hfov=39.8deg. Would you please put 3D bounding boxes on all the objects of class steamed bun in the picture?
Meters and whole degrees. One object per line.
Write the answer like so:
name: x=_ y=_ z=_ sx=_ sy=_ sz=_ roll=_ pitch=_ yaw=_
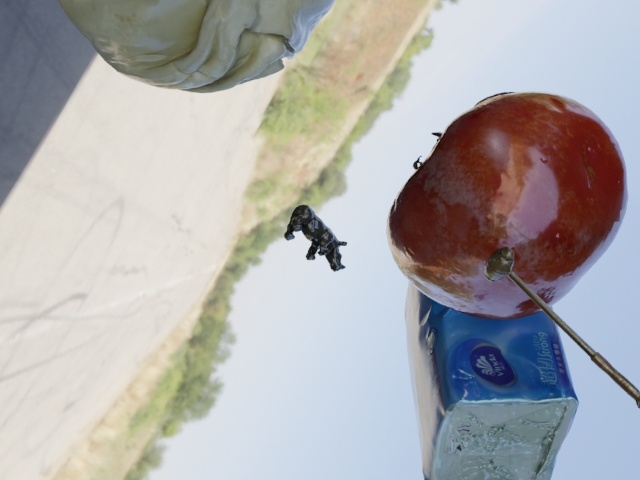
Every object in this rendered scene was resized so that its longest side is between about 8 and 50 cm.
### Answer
steamed bun: x=-0.137 y=-0.269 z=1.029 sx=0.289 sy=0.276 sz=0.203 roll=-29 pitch=133 yaw=-38

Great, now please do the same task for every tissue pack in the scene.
tissue pack: x=0.177 y=0.132 z=0.990 sx=0.263 sy=0.146 sz=0.198 roll=-93 pitch=-176 yaw=-46

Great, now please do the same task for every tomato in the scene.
tomato: x=0.145 y=-0.024 z=0.678 sx=0.187 sy=0.151 sz=0.187 roll=-52 pitch=168 yaw=-16

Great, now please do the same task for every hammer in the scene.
hammer: x=0.139 y=0.051 z=0.493 sx=0.014 sy=0.123 sz=0.029 roll=-34 pitch=162 yaw=-33

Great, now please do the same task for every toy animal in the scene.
toy animal: x=0.000 y=0.000 z=1.374 sx=0.047 sy=0.136 sz=0.065 roll=-23 pitch=-146 yaw=38
